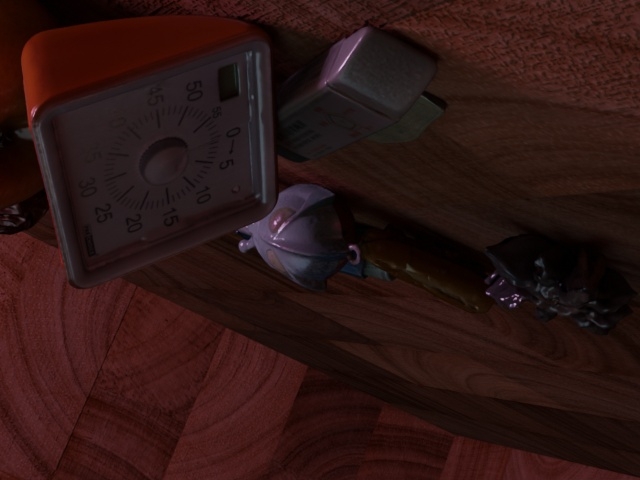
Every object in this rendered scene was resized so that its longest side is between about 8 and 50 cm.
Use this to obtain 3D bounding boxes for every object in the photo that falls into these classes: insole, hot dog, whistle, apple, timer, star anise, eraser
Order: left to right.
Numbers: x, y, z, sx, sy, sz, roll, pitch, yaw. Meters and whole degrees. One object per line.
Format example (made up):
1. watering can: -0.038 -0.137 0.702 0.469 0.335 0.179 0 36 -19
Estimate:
1. apple: -0.412 -0.160 1.265 0.275 0.299 0.299 26 172 33
2. timer: -0.170 -0.106 1.162 0.250 0.161 0.257 -11 136 -11
3. whistle: -0.065 -0.028 1.619 0.346 0.134 0.142 23 139 41
4. eraser: 0.010 -0.143 1.163 0.089 0.061 0.352 25 167 -17
5. insole: 0.086 -0.130 1.200 0.063 0.010 0.192 25 168 -12
6. hot dog: 0.166 0.039 1.621 0.249 0.076 0.102 25 179 -20
7. star anise: 0.309 0.057 1.414 0.229 0.093 0.236 24 169 -9

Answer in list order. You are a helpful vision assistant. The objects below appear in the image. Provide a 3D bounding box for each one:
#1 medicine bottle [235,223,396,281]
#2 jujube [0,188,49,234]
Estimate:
1. medicine bottle: 0.000 0.000 1.726 0.258 0.079 0.124 16 165 25
2. jujube: -0.629 -0.150 1.937 0.342 0.216 0.216 27 167 2
